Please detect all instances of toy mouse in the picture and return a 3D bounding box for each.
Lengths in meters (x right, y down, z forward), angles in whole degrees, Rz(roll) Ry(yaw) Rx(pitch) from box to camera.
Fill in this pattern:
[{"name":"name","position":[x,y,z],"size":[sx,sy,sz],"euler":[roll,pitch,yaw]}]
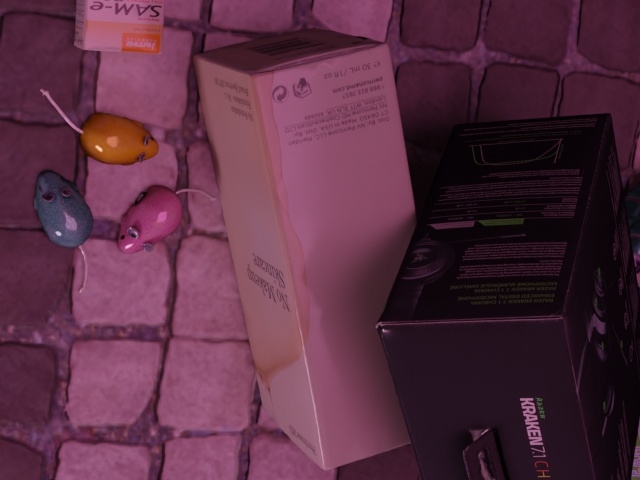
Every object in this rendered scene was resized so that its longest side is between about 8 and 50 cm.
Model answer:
[{"name":"toy mouse","position":[-0.162,-0.024,1.119],"size":[0.161,0.031,0.143],"euler":[18,94,-25]}]

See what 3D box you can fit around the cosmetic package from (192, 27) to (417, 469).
[{"name":"cosmetic package","position":[0.000,0.000,1.122],"size":[0.113,0.160,0.309],"euler":[-15,106,-17]}]

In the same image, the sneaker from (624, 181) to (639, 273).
[{"name":"sneaker","position":[0.312,-0.006,1.291],"size":[0.223,0.083,0.098],"euler":[-46,119,-8]}]

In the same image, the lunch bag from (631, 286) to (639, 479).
[{"name":"lunch bag","position":[0.300,0.196,1.314],"size":[0.243,0.115,0.303],"euler":[30,88,-20]}]

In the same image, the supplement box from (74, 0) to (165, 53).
[{"name":"supplement box","position":[-0.149,-0.191,1.083],"size":[0.062,0.036,0.098],"euler":[0,102,-22]}]

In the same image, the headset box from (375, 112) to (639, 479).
[{"name":"headset box","position":[0.157,0.082,1.082],"size":[0.131,0.283,0.246],"euler":[-3,125,21]}]
